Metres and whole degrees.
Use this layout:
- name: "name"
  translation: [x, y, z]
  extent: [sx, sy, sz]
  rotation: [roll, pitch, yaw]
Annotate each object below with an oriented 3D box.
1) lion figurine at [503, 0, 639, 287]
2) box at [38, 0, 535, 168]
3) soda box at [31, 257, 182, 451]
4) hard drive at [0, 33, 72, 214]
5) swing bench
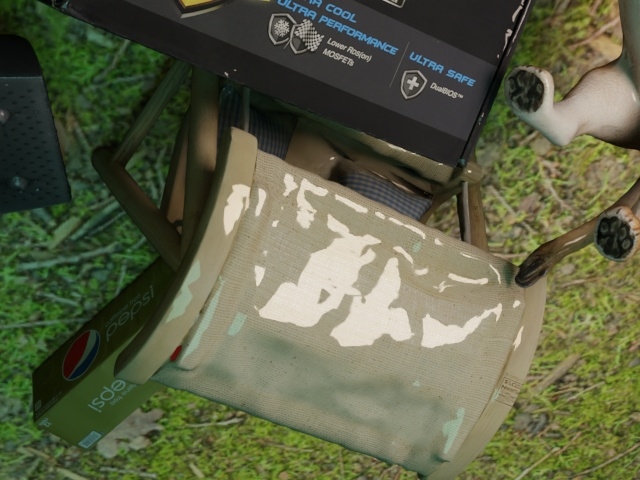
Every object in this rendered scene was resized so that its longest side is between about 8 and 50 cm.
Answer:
- name: "lion figurine"
  translation: [0.236, -0.164, 0.842]
  extent: [0.240, 0.142, 0.392]
  rotation: [-22, 136, -52]
- name: "box"
  translation: [0.015, -0.224, 0.757]
  extent: [0.295, 0.073, 0.293]
  rotation: [19, 97, -32]
- name: "soda box"
  translation: [-0.148, 0.084, 1.033]
  extent: [0.181, 0.061, 0.058]
  rotation: [-40, 126, 17]
- name: "hard drive"
  translation: [-0.299, -0.066, 0.845]
  extent: [0.254, 0.054, 0.172]
  rotation: [-7, 152, -7]
- name: "swing bench"
  translation: [0.000, 0.000, 0.884]
  extent: [0.253, 0.255, 0.165]
  rotation: [23, 118, -29]
